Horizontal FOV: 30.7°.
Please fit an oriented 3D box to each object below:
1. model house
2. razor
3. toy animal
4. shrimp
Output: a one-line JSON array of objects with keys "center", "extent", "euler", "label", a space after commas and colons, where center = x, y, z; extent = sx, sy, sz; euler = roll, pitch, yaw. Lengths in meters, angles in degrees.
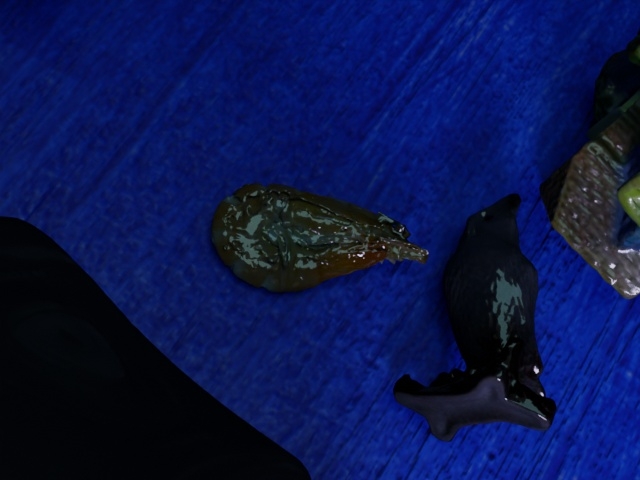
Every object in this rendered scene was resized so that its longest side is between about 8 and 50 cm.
[{"center": [0.292, -0.070, 0.992], "extent": [0.195, 0.214, 0.189], "euler": [47, 65, 0], "label": "model house"}, {"center": [-0.174, 0.101, 0.731], "extent": [0.349, 0.113, 0.204], "euler": [35, 23, 35], "label": "razor"}, {"center": [0.157, 0.064, 0.967], "extent": [0.117, 0.121, 0.210], "euler": [34, 56, -25], "label": "toy animal"}, {"center": [0.000, 0.000, 0.969], "extent": [0.184, 0.043, 0.091], "euler": [3, 77, -10], "label": "shrimp"}]
